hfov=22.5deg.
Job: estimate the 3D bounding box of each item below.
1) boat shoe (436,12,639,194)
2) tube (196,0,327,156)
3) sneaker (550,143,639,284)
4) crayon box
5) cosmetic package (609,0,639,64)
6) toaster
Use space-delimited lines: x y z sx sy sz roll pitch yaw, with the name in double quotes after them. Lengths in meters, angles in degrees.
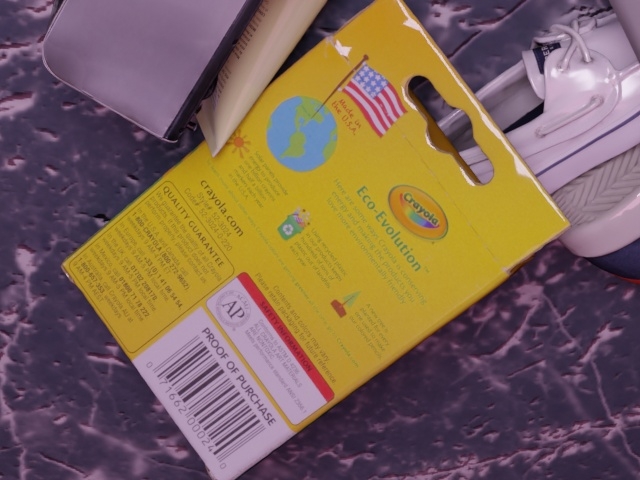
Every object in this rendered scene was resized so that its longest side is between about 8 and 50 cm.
0.172 -0.103 1.100 0.258 0.095 0.084 -40 123 22 "boat shoe"
-0.020 -0.172 1.049 0.062 0.070 0.240 37 114 2 "tube"
0.327 -0.086 1.117 0.350 0.131 0.148 -35 131 24 "sneaker"
0.000 0.000 1.113 0.318 0.081 0.202 -37 85 22 "crayon box"
0.353 -0.214 0.910 0.366 0.155 0.197 -21 163 -5 "cosmetic package"
-0.087 -0.180 0.979 0.110 0.168 0.185 24 122 -19 "toaster"
